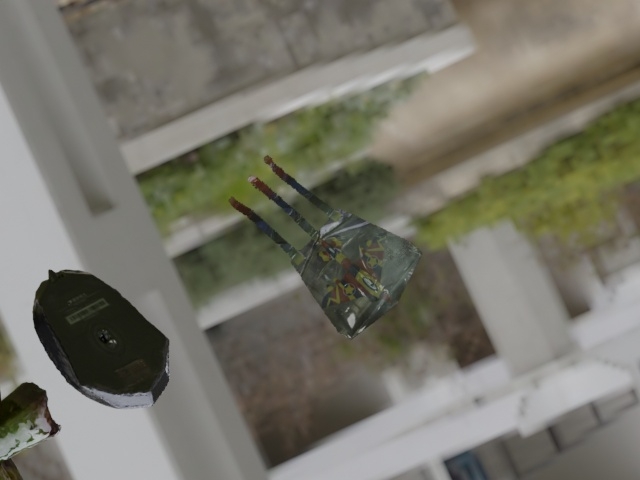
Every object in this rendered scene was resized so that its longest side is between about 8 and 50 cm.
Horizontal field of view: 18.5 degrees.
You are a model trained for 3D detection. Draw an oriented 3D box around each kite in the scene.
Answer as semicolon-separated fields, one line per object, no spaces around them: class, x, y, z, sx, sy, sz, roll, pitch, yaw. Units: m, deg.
kite;0.000;0.000;2.391;0.141;0.245;0.015;-49;168;1

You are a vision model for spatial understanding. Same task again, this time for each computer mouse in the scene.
computer mouse;-0.207;0.097;1.844;0.099;0.172;0.057;-28;154;-26

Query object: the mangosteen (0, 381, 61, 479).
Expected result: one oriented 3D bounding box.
mangosteen;-0.351;0.175;1.507;0.287;0.233;0.287;-38;-166;11
